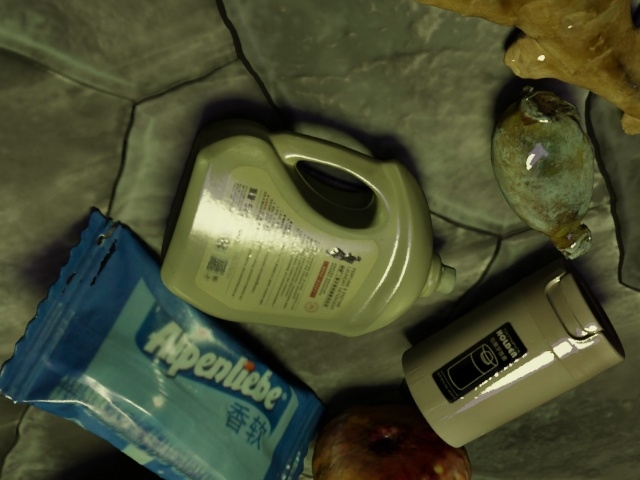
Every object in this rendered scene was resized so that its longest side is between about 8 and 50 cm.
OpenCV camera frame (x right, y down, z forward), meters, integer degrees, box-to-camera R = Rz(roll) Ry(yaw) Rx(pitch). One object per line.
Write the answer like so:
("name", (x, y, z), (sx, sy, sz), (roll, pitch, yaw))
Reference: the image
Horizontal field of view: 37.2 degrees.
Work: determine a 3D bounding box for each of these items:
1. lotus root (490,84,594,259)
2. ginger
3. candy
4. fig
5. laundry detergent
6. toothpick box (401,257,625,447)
("lotus root", (0.189, -0.055, 0.802), (0.088, 0.088, 0.165), (-20, 127, 9))
("ginger", (0.196, -0.170, 0.729), (0.333, 0.081, 0.148), (32, 115, -29))
("candy", (-0.127, 0.143, 0.870), (0.077, 0.187, 0.331), (-7, 137, 46))
("fig", (0.070, 0.271, 0.993), (0.159, 0.159, 0.257), (-7, 144, 0))
("laundry detergent", (0.000, 0.000, 0.820), (0.253, 0.091, 0.181), (15, 115, -13))
("toothpick box", (0.180, 0.105, 0.891), (0.180, 0.111, 0.111), (-33, 120, 19))
